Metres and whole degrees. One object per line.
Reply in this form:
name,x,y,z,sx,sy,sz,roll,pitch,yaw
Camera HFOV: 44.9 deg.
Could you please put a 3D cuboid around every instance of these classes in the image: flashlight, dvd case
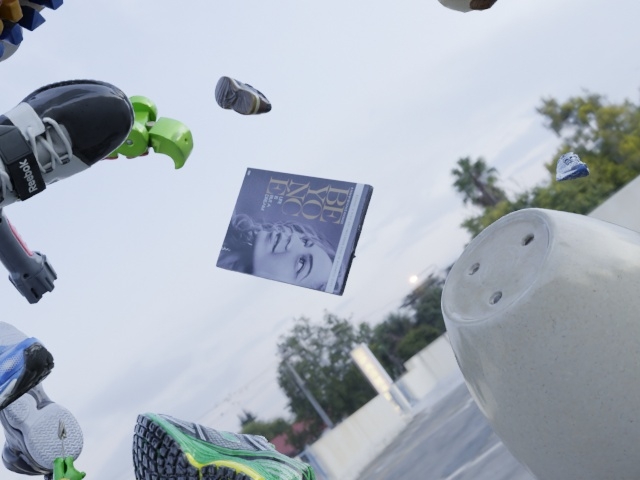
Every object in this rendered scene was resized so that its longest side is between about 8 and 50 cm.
flashlight,-0.611,-0.020,1.499,0.103,0.103,0.304,-39,-44,-20
dvd case,-0.042,-0.018,1.136,0.018,0.221,0.164,32,-108,-58

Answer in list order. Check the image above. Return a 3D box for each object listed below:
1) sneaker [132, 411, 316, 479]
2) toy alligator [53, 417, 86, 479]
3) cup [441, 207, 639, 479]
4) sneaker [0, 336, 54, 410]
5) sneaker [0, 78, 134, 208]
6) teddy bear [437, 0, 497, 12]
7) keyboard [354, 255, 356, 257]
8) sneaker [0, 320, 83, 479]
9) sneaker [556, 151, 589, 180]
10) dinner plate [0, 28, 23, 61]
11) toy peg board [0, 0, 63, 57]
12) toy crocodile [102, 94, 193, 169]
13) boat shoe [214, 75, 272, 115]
sneaker,-0.159,0.349,1.176,0.146,0.344,0.134,-7,-72,-52
toy alligator,-0.343,0.339,1.058,0.051,0.189,0.056,10,-31,-21
cup,0.285,0.098,0.916,0.331,0.237,0.331,-42,21,21
sneaker,-0.506,0.179,1.045,0.330,0.147,0.130,-18,11,25
sneaker,-0.381,-0.089,0.935,0.331,0.146,0.122,-21,-56,-2
teddy bear,0.082,-0.288,0.734,0.245,0.338,0.113,-17,-60,-38
keyboard,0.000,0.000,1.244,0.023,0.108,0.180,-48,23,-6
sneaker,-0.473,0.263,1.205,0.101,0.268,0.153,-21,-25,-43
sneaker,0.527,-0.158,1.636,0.052,0.058,0.135,-6,0,-1
dinner plate,-0.677,-0.416,1.577,0.141,0.017,0.141,-27,-34,-20
toy peg board,-0.337,-0.277,0.835,0.161,0.079,0.160,-58,-17,-35
toy crocodile,-0.401,-0.189,1.393,0.341,0.115,0.105,0,-49,0
boat shoe,-0.135,-0.242,1.326,0.049,0.152,0.056,10,-70,-36
